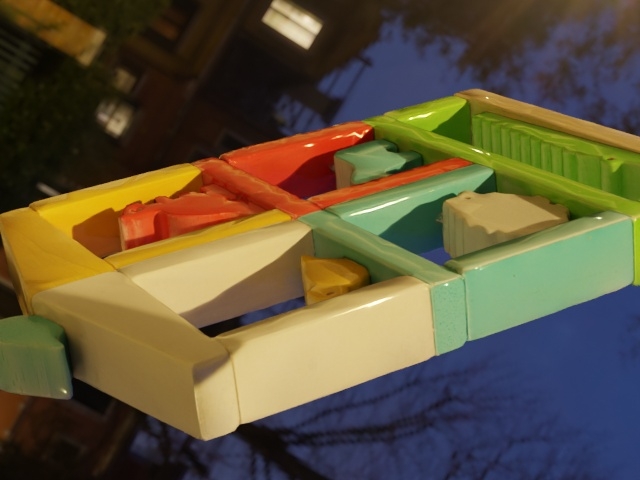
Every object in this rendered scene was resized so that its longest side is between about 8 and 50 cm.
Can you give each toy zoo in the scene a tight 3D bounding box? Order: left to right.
[{"bbox_3d":[0.000,0.000,0.549,0.192,0.293,0.030,28,-51,56],"label":"toy zoo"}]
